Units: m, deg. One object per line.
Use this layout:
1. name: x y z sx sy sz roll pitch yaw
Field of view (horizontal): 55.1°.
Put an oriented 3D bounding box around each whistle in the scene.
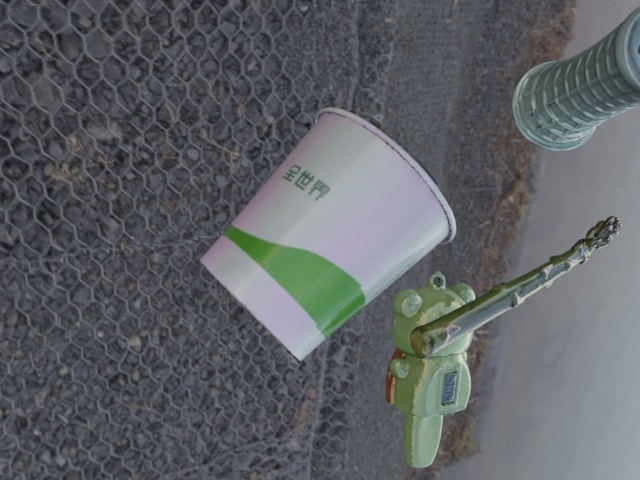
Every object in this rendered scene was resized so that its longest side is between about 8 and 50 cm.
1. whistle: 0.150 0.182 0.861 0.131 0.106 0.288 -3 105 -29

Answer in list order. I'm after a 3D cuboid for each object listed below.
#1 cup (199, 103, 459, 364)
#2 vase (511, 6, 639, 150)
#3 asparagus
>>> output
1. cup: 0.000 0.000 0.814 0.274 0.253 0.253 -45 127 -11
2. vase: 0.375 -0.209 0.816 0.143 0.299 0.143 0 90 -2
3. asparagus: 0.166 0.031 0.483 0.249 0.024 0.025 -24 154 -29
